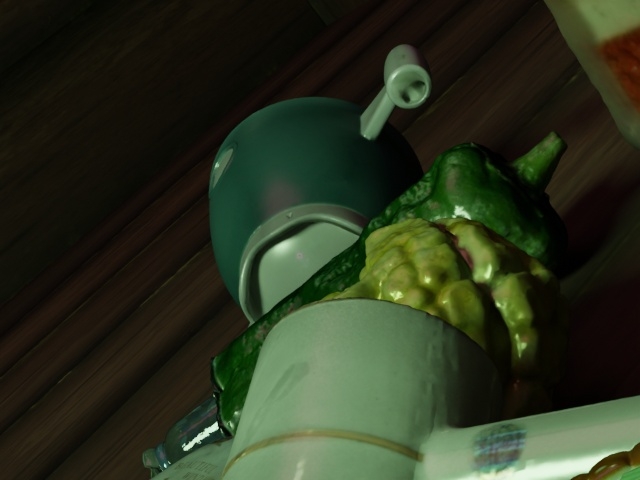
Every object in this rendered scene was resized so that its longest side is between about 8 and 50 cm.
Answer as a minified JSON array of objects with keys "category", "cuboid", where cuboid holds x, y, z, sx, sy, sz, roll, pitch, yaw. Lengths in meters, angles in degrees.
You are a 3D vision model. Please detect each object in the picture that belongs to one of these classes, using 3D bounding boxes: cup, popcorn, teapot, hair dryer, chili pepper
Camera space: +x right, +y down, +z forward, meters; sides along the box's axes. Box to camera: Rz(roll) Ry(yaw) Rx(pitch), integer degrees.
[{"category":"cup","cuboid":[0.000,0.000,1.162,0.300,0.167,0.173,-61,12,21]},{"category":"popcorn","cuboid":[0.061,0.056,0.792,0.135,0.142,0.162,-20,-20,40]},{"category":"teapot","cuboid":[-0.076,0.135,1.106,0.083,0.049,0.063,-36,11,10]},{"category":"hair dryer","cuboid":[0.112,0.089,0.576,0.357,0.107,0.173,-16,41,31]},{"category":"chili pepper","cuboid":[0.050,0.031,1.008,0.270,0.099,0.136,-40,1,11]}]

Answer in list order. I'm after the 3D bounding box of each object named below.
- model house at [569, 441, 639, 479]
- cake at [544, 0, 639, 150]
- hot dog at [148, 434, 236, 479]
[{"category":"model house","cuboid":[0.117,0.117,0.428,0.127,0.100,0.149,-33,13,22]},{"category":"cake","cuboid":[0.278,-0.205,0.922,0.230,0.237,0.309,-45,15,-23]},{"category":"hot dog","cuboid":[-0.099,0.193,0.860,0.270,0.082,0.162,-34,18,-26]}]
